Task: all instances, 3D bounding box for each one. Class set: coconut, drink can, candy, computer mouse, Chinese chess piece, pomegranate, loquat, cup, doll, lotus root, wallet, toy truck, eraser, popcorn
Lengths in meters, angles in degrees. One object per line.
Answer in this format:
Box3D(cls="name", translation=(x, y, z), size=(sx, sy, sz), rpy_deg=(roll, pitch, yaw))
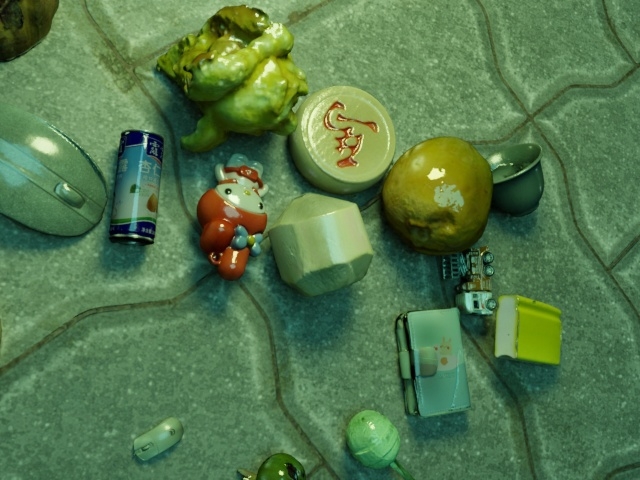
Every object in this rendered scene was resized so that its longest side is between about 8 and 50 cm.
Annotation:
Box3D(cls="coconut", translation=(0.001, 0.000, 1.262), size=(0.241, 0.241, 0.241), rpy_deg=(4, 79, -19))
Box3D(cls="drink can", translation=(-0.391, -0.110, 1.208), size=(0.097, 0.097, 0.235), rpy_deg=(7, 78, -18))
Box3D(cls="candy", translation=(0.216, 0.562, 1.303), size=(0.119, 0.119, 0.440), rpy_deg=(-45, 103, -21))
Box3D(cls="computer mouse", translation=(-0.335, 0.411, 1.165), size=(0.110, 0.032, 0.056), rpy_deg=(-29, 90, -21))
Box3D(cls="Chinese chess piece", translation=(0.056, -0.245, 1.385), size=(0.273, 0.102, 0.273), rpy_deg=(3, 80, -19))
Box3D(cls="pomegranate", translation=(-0.103, 0.513, 1.196), size=(0.161, 0.122, 0.122), rpy_deg=(-2, 78, 19))
Box3D(cls="loquat", translation=(0.291, -0.110, 1.365), size=(0.284, 0.276, 0.276), rpy_deg=(-43, 96, -24))
Box3D(cls="cup", translation=(0.517, -0.145, 1.502), size=(0.199, 0.199, 0.150), rpy_deg=(-40, 112, -21))
Box3D(cls="doll", translation=(-0.193, -0.054, 1.247), size=(0.161, 0.130, 0.291), rpy_deg=(25, 58, -27))
Box3D(cls="lotus root", translation=(-0.678, -0.513, 1.146), size=(0.272, 0.192, 0.272), rpy_deg=(1, 86, -22))
Box3D(cls="wallet", translation=(0.277, 0.294, 1.378), size=(0.176, 0.075, 0.251), rpy_deg=(-1, 80, -23))
Box3D(cls="computer mouse", translation=(-0.607, -0.150, 1.130), size=(0.373, 0.114, 0.203), rpy_deg=(31, 71, -12))
Box3D(cls="toy truck", translation=(0.378, 0.106, 1.445), size=(0.115, 0.080, 0.178), rpy_deg=(0, 79, -14))
Box3D(cls="eraser", translation=(0.533, 0.232, 1.444), size=(0.226, 0.069, 0.158), rpy_deg=(16, 77, -38))
Box3D(cls="popcorn", translation=(-0.191, -0.331, 1.242), size=(0.290, 0.321, 0.326), rpy_deg=(19, 91, -32))
